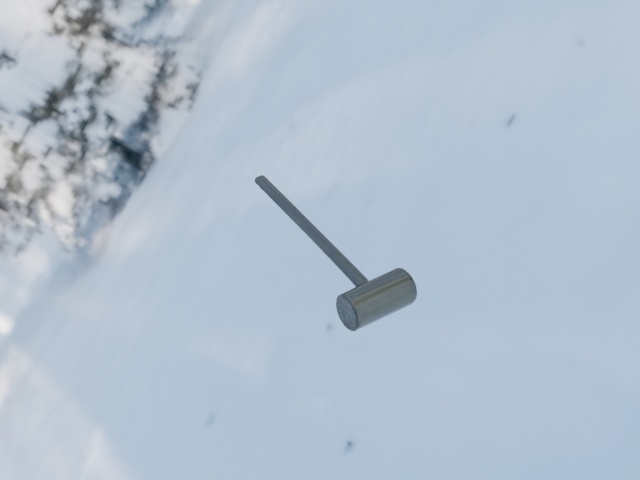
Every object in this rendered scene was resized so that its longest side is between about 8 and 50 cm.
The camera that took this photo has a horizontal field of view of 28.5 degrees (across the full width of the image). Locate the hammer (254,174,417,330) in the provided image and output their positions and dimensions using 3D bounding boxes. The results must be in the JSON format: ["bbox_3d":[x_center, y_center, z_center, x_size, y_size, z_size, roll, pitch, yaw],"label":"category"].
[{"bbox_3d":[0.000,0.000,0.620,0.035,0.110,0.019,-24,-38,-27],"label":"hammer"}]
